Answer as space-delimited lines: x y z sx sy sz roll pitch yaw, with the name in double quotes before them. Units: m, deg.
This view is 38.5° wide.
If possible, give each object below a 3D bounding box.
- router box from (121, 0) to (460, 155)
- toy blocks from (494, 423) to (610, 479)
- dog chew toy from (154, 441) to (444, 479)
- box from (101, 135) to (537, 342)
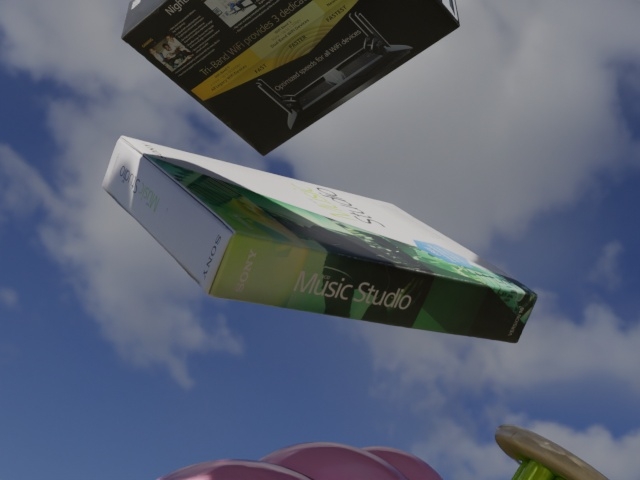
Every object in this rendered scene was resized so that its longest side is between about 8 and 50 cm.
"router box" -0.035 -0.262 1.061 0.309 0.081 0.243 -30 -50 28
"toy blocks" 0.071 0.153 0.293 0.123 0.148 0.054 32 -14 15
"dog chew toy" -0.009 0.229 0.612 0.207 0.206 0.332 -7 0 31
"box" 0.000 0.000 0.798 0.322 0.058 0.232 10 16 -37
